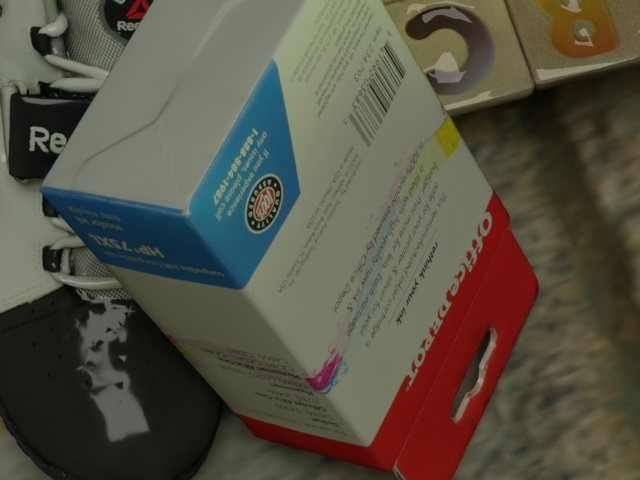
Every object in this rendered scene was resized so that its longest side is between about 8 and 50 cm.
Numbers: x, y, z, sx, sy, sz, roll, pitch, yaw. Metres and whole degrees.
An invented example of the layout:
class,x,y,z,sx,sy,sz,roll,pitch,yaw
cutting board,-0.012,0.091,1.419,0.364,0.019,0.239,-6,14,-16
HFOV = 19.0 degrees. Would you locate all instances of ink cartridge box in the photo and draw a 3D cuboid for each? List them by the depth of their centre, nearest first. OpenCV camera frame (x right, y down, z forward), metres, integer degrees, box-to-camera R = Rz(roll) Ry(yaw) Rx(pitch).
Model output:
class,x,y,z,sx,sy,sz,roll,pitch,yaw
ink cartridge box,0.000,0.000,0.786,0.078,0.231,0.134,9,59,36

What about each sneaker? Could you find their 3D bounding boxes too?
class,x,y,z,sx,sy,sz,roll,pitch,yaw
sneaker,-0.098,-0.058,0.814,0.122,0.146,0.331,-5,75,-15

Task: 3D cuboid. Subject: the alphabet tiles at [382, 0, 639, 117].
class,x,y,z,sx,sy,sz,roll,pitch,yaw
alphabet tiles,0.075,-0.226,0.879,0.285,0.011,0.342,-15,70,-4
